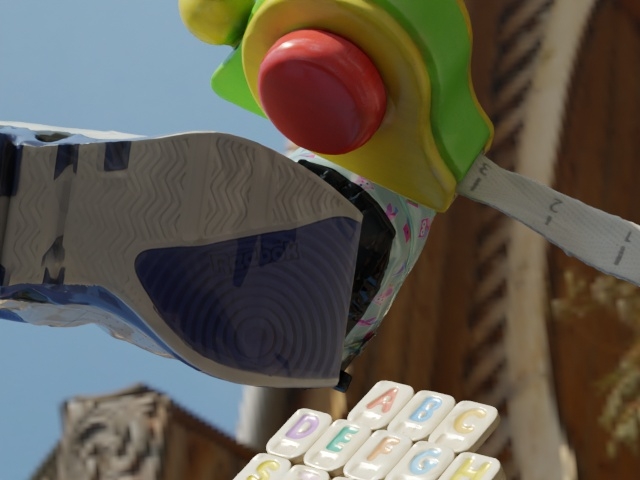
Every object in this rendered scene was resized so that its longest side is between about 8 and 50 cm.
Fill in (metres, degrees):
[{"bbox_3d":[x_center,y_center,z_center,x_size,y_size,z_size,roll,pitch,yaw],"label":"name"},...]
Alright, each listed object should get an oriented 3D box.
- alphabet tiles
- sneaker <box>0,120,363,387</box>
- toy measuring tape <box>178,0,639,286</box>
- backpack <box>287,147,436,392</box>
[{"bbox_3d":[0.038,0.239,1.831,0.278,0.284,0.021,-44,-55,-30],"label":"alphabet tiles"},{"bbox_3d":[-0.144,-0.011,1.014,0.315,0.182,0.127,12,-89,-20],"label":"sneaker"},{"bbox_3d":[0.075,-0.074,0.970,0.121,0.330,0.121,-60,-12,-21],"label":"toy measuring tape"},{"bbox_3d":[0.000,0.000,1.315,0.152,0.182,0.115,35,-140,1],"label":"backpack"}]
